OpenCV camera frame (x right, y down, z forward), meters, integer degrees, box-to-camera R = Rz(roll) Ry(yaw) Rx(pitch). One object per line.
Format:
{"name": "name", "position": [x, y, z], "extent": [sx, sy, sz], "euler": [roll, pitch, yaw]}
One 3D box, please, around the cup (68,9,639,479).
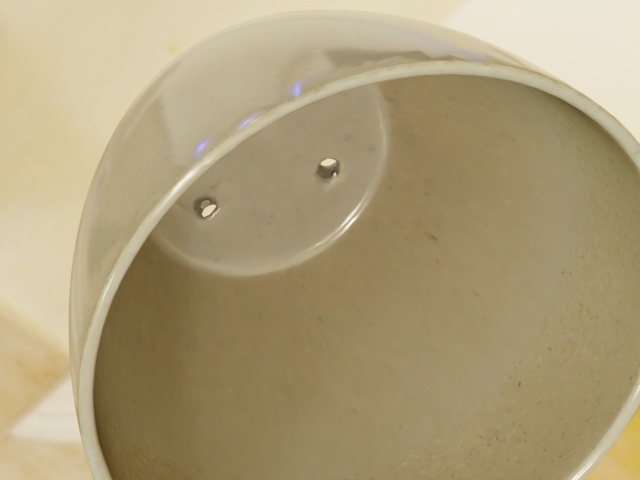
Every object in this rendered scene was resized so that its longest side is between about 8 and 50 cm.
{"name": "cup", "position": [0.000, 0.000, 1.089], "extent": [0.331, 0.331, 0.237], "euler": [35, 13, -35]}
